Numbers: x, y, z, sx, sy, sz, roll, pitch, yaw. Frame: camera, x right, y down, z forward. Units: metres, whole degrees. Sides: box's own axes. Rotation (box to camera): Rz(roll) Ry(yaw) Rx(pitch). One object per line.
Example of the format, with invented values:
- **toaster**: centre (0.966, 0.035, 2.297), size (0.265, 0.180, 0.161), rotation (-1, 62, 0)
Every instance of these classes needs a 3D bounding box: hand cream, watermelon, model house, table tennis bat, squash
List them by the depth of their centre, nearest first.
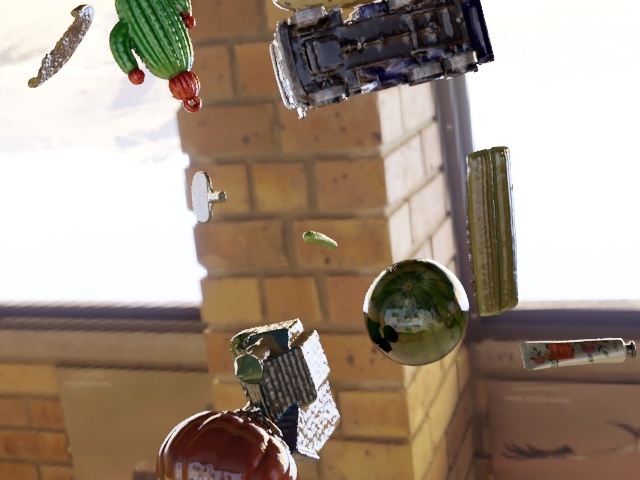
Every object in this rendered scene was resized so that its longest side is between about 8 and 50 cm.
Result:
- **squash**: centre (-0.001, -0.001, 1.871), size (0.027, 0.027, 0.089), rotation (8, 172, 46)
- **hand cream**: centre (0.546, 0.238, 1.931), size (0.234, 0.050, 0.080), rotation (-4, -139, 3)
- **watermelon**: centre (0.213, 0.161, 2.031), size (0.243, 0.242, 0.242), rotation (-6, -167, 1)
- **model house**: centre (-0.121, 0.375, 2.102), size (0.245, 0.312, 0.280), rotation (-11, -165, 25)
- **table tennis bat**: centre (-0.300, -0.115, 2.403), size (0.022, 0.138, 0.246), rotation (-6, -176, -25)

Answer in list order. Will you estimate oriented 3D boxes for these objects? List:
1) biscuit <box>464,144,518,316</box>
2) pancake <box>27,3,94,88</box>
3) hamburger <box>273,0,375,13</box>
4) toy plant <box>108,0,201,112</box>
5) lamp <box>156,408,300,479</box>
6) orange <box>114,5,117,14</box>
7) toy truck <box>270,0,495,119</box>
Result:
- **biscuit**: centre (0.316, -0.011, 1.660), size (0.099, 0.322, 0.038), rotation (-13, -163, -22)
- **pancake**: centre (-0.483, -0.361, 1.697), size (0.190, 0.020, 0.184), rotation (-54, -173, -12)
- **hamburger**: centre (0.055, -0.513, 1.464), size (0.277, 0.195, 0.318), rotation (5, -129, 22)
- **toy plant**: centre (-0.286, -0.339, 1.565), size (0.155, 0.240, 0.088), rotation (-1, 171, -26)
- **lamp**: centre (-0.185, 0.478, 1.847), size (0.303, 0.303, 0.257), rotation (4, -130, 35)
- **orange**: centre (-0.390, -0.489, 1.888), size (0.085, 0.085, 0.085), rotation (-6, -167, 1)
- **toy truck**: centre (0.068, -0.241, 1.156), size (0.268, 0.124, 0.155), rotation (-16, -175, -13)
